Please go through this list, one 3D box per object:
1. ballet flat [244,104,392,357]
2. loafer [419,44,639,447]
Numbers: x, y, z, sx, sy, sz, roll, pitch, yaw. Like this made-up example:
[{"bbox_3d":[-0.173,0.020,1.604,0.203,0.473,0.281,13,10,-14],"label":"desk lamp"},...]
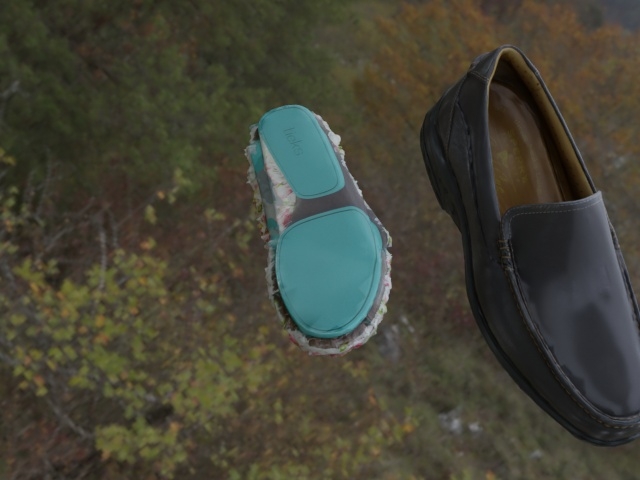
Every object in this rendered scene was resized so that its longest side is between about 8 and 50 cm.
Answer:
[{"bbox_3d":[0.000,0.000,0.744,0.077,0.091,0.241,83,-2,-45],"label":"ballet flat"},{"bbox_3d":[0.090,0.000,0.432,0.061,0.062,0.170,112,-43,-61],"label":"loafer"}]
